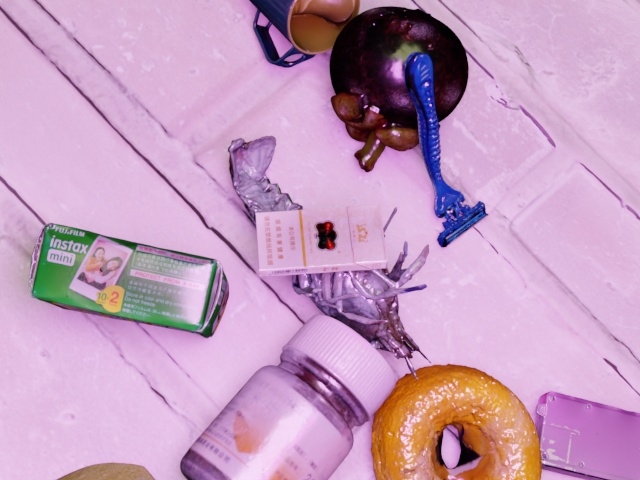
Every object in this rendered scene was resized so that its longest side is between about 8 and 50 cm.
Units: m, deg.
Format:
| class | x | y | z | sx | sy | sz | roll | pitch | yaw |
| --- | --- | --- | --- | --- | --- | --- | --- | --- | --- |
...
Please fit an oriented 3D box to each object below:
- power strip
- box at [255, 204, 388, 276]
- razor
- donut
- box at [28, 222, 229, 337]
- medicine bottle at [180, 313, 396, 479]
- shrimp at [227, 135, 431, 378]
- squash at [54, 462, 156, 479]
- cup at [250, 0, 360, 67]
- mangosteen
| class | x | y | z | sx | sy | sz | roll | pitch | yaw |
| --- | --- | --- | --- | --- | --- | --- | --- | --- | --- |
| power strip | 0.433 | 0.297 | 1.384 | 0.279 | 0.037 | 0.109 | 14 | 71 | -3 |
| box | 0.000 | 0.000 | 1.272 | 0.167 | 0.024 | 0.090 | -4 | 59 | -3 |
| razor | 0.161 | -0.135 | 1.384 | 0.093 | 0.324 | 0.056 | -37 | 42 | -17 |
| donut | 0.187 | 0.292 | 1.320 | 0.253 | 0.118 | 0.253 | 1 | 86 | -12 |
| box | -0.250 | 0.058 | 1.297 | 0.250 | 0.180 | 0.103 | 11 | 82 | -2 |
| medicine bottle | -0.040 | 0.243 | 1.270 | 0.165 | 0.165 | 0.273 | 39 | 72 | 6 |
| shrimp | 0.014 | 0.013 | 1.364 | 0.410 | 0.166 | 0.221 | 38 | 38 | 24 |
| squash | -0.338 | 0.412 | 1.247 | 0.189 | 0.189 | 0.260 | 53 | 37 | 10 |
| cup | -0.045 | -0.359 | 1.484 | 0.131 | 0.176 | 0.155 | 8 | 30 | -46 |
| mangosteen | 0.106 | -0.220 | 1.441 | 0.211 | 0.211 | 0.250 | 15 | 98 | -3 |
